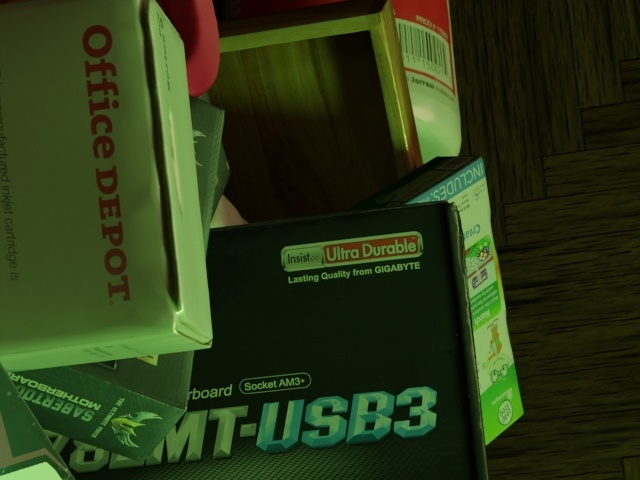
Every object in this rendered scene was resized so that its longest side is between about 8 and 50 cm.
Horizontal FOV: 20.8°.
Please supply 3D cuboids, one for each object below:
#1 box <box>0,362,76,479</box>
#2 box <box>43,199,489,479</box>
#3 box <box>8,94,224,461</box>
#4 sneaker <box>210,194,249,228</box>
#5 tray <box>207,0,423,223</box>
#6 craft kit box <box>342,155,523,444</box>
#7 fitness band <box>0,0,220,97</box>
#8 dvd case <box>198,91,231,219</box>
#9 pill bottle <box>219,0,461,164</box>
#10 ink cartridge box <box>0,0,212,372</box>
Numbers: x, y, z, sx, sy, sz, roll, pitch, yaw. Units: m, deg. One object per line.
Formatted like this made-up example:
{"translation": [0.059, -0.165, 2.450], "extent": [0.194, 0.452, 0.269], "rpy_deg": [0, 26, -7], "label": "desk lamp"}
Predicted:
{"translation": [-0.206, 0.063, 0.646], "extent": [0.159, 0.044, 0.233], "rpy_deg": [-44, 124, -27], "label": "box"}
{"translation": [-0.047, 0.138, 1.033], "extent": [0.073, 0.296, 0.293], "rpy_deg": [52, 33, -79], "label": "box"}
{"translation": [-0.152, -0.013, 0.946], "extent": [0.059, 0.183, 0.232], "rpy_deg": [-50, -154, 41], "label": "box"}
{"translation": [-0.105, 0.064, 1.329], "extent": [0.297, 0.111, 0.129], "rpy_deg": [-95, 159, -48], "label": "sneaker"}
{"translation": [0.000, 0.000, 1.556], "extent": [0.076, 0.203, 0.411], "rpy_deg": [-65, 145, -66], "label": "tray"}
{"translation": [0.068, 0.085, 1.437], "extent": [0.250, 0.061, 0.246], "rpy_deg": [-30, 114, -46], "label": "craft kit box"}
{"translation": [-0.154, -0.209, 1.132], "extent": [0.209, 0.054, 0.291], "rpy_deg": [27, 39, -57], "label": "fitness band"}
{"translation": [-0.109, -0.082, 1.262], "extent": [0.221, 0.018, 0.164], "rpy_deg": [-74, 151, -65], "label": "dvd case"}
{"translation": [0.012, -0.259, 1.724], "extent": [0.229, 0.229, 0.407], "rpy_deg": [54, 31, -66], "label": "pill bottle"}
{"translation": [-0.163, -0.017, 0.775], "extent": [0.093, 0.212, 0.154], "rpy_deg": [44, 38, -79], "label": "ink cartridge box"}
